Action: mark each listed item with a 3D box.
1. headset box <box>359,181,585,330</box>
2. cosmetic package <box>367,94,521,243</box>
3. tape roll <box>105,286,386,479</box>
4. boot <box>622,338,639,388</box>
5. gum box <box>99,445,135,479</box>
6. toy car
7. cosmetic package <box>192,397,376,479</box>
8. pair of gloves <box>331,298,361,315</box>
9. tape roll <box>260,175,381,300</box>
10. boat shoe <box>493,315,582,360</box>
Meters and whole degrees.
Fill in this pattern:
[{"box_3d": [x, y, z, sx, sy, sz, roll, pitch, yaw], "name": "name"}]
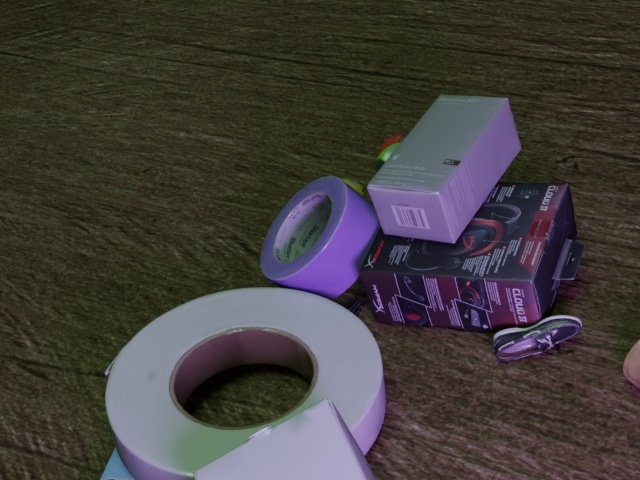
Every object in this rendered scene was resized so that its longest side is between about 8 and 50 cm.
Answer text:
[{"box_3d": [0.234, 0.019, 1.905, 0.293, 0.110, 0.218, 2, 42, 25], "name": "headset box"}, {"box_3d": [0.185, -0.109, 1.911, 0.127, 0.107, 0.238, 6, 46, 34], "name": "cosmetic package"}, {"box_3d": [-0.104, 0.210, 1.803, 0.392, 0.072, 0.392, -5, 37, 4], "name": "tape roll"}, {"box_3d": [0.554, 0.157, 1.625, 0.236, 0.089, 0.269, -33, 39, -17], "name": "boot"}, {"box_3d": [-0.231, 0.350, 1.761, 0.157, 0.041, 0.184, -1, 42, 22], "name": "gum box"}, {"box_3d": [0.099, -0.118, 2.086, 0.239, 0.053, 0.225, -37, 6, -20], "name": "toy car"}, {"box_3d": [0.009, 0.386, 1.484, 0.197, 0.155, 0.365, -28, 43, 2], "name": "cosmetic package"}, {"box_3d": [0.017, 0.106, 1.974, 0.083, 0.010, 0.074, 20, 52, 38], "name": "pair of gloves"}, {"box_3d": [0.000, 0.000, 1.988, 0.189, 0.080, 0.189, -35, 34, 28], "name": "tape roll"}, {"box_3d": [0.299, 0.136, 1.790, 0.125, 0.046, 0.038, -12, 38, 14], "name": "boat shoe"}]
